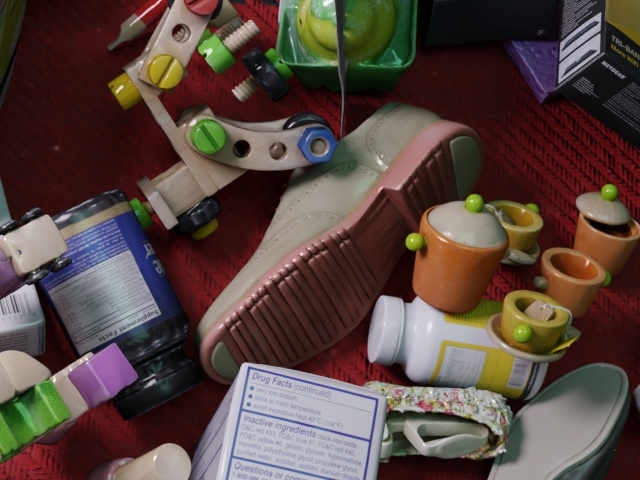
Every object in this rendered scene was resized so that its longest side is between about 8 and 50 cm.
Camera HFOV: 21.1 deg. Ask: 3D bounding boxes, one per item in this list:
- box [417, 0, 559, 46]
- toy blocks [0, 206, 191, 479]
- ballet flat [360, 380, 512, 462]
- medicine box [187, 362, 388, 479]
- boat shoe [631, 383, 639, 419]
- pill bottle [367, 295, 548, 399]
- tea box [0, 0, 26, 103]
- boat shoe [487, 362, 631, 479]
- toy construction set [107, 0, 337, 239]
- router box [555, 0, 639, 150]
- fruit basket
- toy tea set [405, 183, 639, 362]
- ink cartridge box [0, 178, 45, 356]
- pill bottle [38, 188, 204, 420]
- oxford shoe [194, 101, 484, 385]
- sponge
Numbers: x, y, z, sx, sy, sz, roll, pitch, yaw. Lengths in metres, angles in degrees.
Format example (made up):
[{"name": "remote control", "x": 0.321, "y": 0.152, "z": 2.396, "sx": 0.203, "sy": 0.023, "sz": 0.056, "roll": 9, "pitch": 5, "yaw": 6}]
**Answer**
[{"name": "box", "x": 0.189, "y": -0.323, "z": 2.037, "sx": 0.156, "sy": 0.093, "sz": 0.158, "roll": -6, "pitch": 61, "yaw": -8}, {"name": "toy blocks", "x": -0.340, "y": 0.190, "z": 1.635, "sx": 0.288, "sy": 0.260, "sz": 0.309, "roll": -30, "pitch": 89, "yaw": -41}, {"name": "ballet flat", "x": 0.088, "y": 0.196, "z": 1.801, "sx": 0.241, "sy": 0.091, "sz": 0.077, "roll": -3, "pitch": 33, "yaw": -7}, {"name": "medicine box", "x": -0.055, "y": 0.299, "z": 1.639, "sx": 0.149, "sy": 0.263, "sz": 0.289, "roll": 15, "pitch": 65, "yaw": -8}, {"name": "boat shoe", "x": 0.435, "y": 0.088, "z": 1.935, "sx": 0.103, "sy": 0.118, "sz": 0.320, "roll": 38, "pitch": 59, "yaw": 13}, {"name": "pill bottle", "x": 0.149, "y": 0.110, "z": 1.857, "sx": 0.184, "sy": 0.103, "sz": 0.103, "roll": 10, "pitch": 66, "yaw": -9}, {"name": "tea box", "x": -0.475, "y": -0.227, "z": 1.707, "sx": 0.329, "sy": 0.323, "sz": 0.220, "roll": 18, "pitch": 51, "yaw": -7}, {"name": "boat shoe", "x": 0.232, "y": 0.275, "z": 1.826, "sx": 0.112, "sy": 0.095, "sz": 0.335, "roll": 15, "pitch": 53, "yaw": 37}, {"name": "toy construction set", "x": -0.158, "y": -0.147, "z": 1.849, "sx": 0.237, "sy": 0.257, "sz": 0.309, "roll": -39, "pitch": 42, "yaw": 1}, {"name": "router box", "x": 0.409, "y": -0.194, "z": 1.969, "sx": 0.309, "sy": 0.081, "sz": 0.243, "roll": 32, "pitch": 44, "yaw": -24}, {"name": "fruit basket", "x": 0.019, "y": -0.327, "z": 1.876, "sx": 0.165, "sy": 0.353, "sz": 0.327, "roll": 0, "pitch": 67, "yaw": 9}, {"name": "toy tea set", "x": 0.235, "y": -0.003, "z": 1.859, "sx": 0.200, "sy": 0.124, "sz": 0.336, "roll": 26, "pitch": 30, "yaw": 19}, {"name": "ink cartridge box", "x": -0.445, "y": 0.035, "z": 1.772, "sx": 0.275, "sy": 0.060, "sz": 0.239, "roll": -10, "pitch": 51, "yaw": -17}, {"name": "pill bottle", "x": -0.210, "y": 0.068, "z": 1.768, "sx": 0.123, "sy": 0.123, "sz": 0.219, "roll": -27, "pitch": 90, "yaw": -22}, {"name": "oxford shoe", "x": 0.000, "y": 0.000, "z": 1.877, "sx": 0.397, "sy": 0.140, "sz": 0.146, "roll": -40, "pitch": 47, "yaw": -18}, {"name": "sponge", "x": 0.320, "y": -0.261, "z": 2.095, "sx": 0.210, "sy": 0.031, "sz": 0.117, "roll": -28, "pitch": 76, "yaw": -21}]
